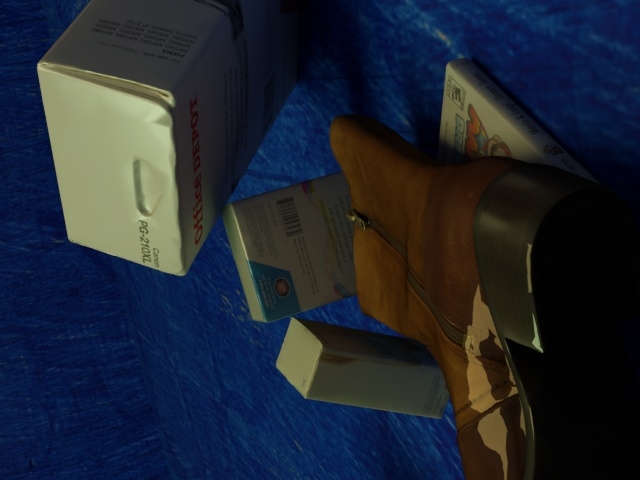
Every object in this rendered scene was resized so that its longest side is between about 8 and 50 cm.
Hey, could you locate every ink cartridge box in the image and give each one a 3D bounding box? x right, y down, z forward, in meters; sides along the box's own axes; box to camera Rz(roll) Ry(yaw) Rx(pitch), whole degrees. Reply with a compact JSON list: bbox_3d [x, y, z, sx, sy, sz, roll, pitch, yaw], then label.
[{"bbox_3d":[0.000,0.000,0.782,0.052,0.122,0.089,167,86,-76],"label":"ink cartridge box"},{"bbox_3d":[-0.099,-0.120,0.788,0.172,0.100,0.237,94,-164,-47],"label":"ink cartridge box"}]

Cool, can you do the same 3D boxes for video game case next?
[{"bbox_3d":[0.108,-0.004,0.625,0.143,0.019,0.157,-125,26,-42],"label":"video game case"}]

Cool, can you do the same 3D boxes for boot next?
[{"bbox_3d":[0.071,0.070,0.620,0.280,0.096,0.264,-153,48,-66],"label":"boot"}]

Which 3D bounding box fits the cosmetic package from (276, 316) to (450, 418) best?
[{"bbox_3d":[0.033,0.091,0.769,0.060,0.115,0.041,35,110,60],"label":"cosmetic package"}]
